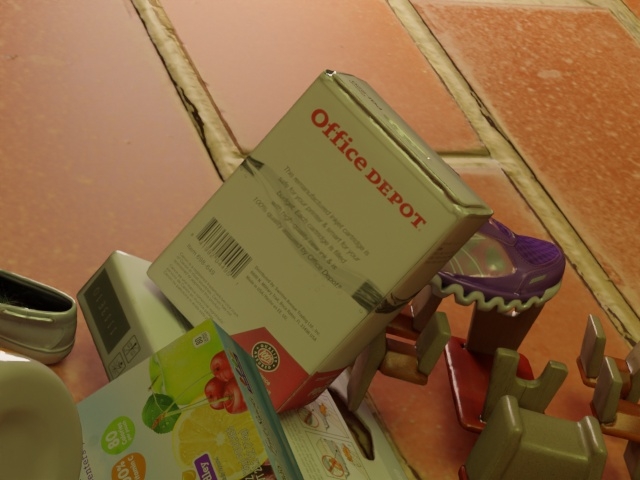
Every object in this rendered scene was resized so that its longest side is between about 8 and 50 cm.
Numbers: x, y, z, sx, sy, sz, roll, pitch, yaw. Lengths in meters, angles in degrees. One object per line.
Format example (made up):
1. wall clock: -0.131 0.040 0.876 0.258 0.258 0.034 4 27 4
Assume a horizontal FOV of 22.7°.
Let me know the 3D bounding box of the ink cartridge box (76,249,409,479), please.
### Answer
1. ink cartridge box: -0.048 0.144 1.249 0.239 0.060 0.275 23 27 -42

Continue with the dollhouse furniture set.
1. dollhouse furniture set: 0.151 0.149 1.306 0.262 0.135 0.259 15 24 -8

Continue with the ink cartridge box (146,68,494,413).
1. ink cartridge box: 0.000 0.000 1.223 0.158 0.218 0.092 47 16 14

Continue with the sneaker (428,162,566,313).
1. sneaker: 0.102 -0.013 1.323 0.236 0.104 0.095 13 23 -15

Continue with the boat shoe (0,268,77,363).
1. boat shoe: -0.279 0.038 1.264 0.184 0.063 0.066 26 37 6

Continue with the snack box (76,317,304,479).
1. snack box: -0.118 0.179 1.058 0.070 0.207 0.174 48 11 -46

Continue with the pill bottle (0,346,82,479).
1. pill bottle: -0.294 0.112 0.978 0.272 0.152 0.152 14 30 31
